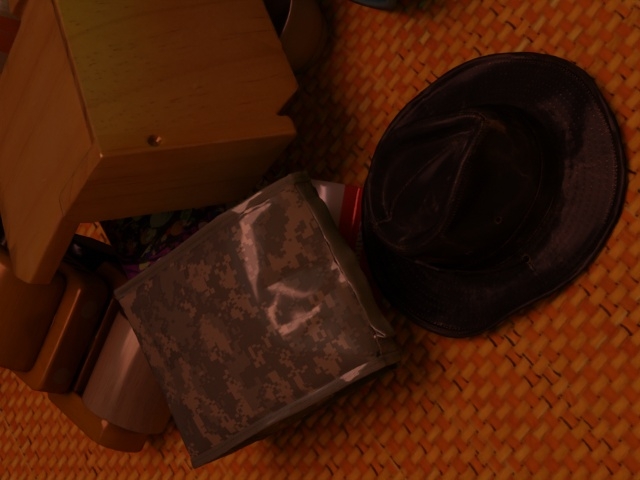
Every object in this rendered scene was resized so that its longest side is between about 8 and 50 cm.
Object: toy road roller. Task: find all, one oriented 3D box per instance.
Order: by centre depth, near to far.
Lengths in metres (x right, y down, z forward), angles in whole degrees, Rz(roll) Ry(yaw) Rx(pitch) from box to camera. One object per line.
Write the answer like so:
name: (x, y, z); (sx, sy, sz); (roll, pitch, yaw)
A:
toy road roller: (-0.338, 0.115, 1.608); (0.329, 0.241, 0.202); (29, 99, 43)

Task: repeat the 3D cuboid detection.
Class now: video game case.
video game case: (-0.188, -0.063, 1.593); (0.210, 0.042, 0.232); (-43, 40, 5)

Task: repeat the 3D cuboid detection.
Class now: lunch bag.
lunch bag: (-0.055, 0.084, 1.384); (0.287, 0.169, 0.235); (-33, 79, 35)

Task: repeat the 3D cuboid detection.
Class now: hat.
hat: (0.141, -0.068, 1.299); (0.331, 0.134, 0.331); (-14, 68, 37)

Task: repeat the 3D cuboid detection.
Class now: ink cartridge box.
ink cartridge box: (0.000, 0.000, 1.473); (0.179, 0.045, 0.145); (3, 81, 45)

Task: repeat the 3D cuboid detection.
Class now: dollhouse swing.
dollhouse swing: (-0.233, -0.147, 1.515); (0.305, 0.315, 0.347); (109, 146, -51)

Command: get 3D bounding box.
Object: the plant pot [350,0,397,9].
plant pot: (0.021, -0.496, 1.417); (0.341, 0.341, 0.334); (31, 92, 42)

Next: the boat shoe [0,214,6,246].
boat shoe: (-0.478, -0.083, 1.890); (0.088, 0.096, 0.267); (46, 111, 35)

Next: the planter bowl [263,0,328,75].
planter bowl: (-0.060, -0.267, 1.554); (0.162, 0.109, 0.162); (-13, 69, 38)

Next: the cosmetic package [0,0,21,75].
cosmetic package: (-0.453, -0.318, 1.791); (0.453, 0.230, 0.161); (-11, 72, 51)
